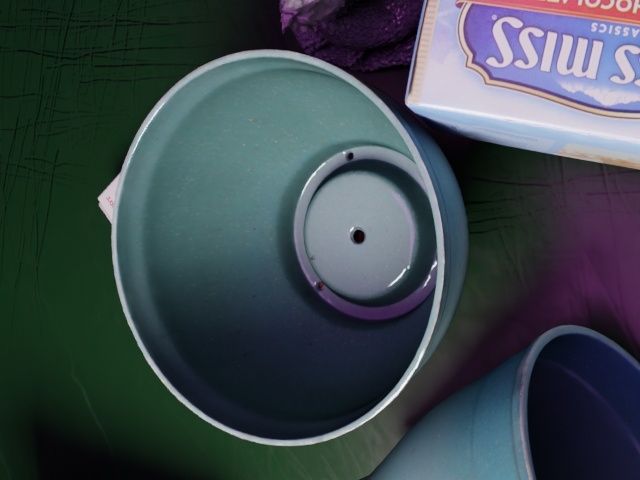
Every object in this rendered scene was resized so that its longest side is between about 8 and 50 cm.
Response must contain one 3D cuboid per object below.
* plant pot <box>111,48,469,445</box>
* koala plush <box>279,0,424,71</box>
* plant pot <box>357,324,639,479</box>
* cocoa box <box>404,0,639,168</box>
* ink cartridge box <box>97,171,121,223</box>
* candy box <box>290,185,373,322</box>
[{"bbox_3d":[0.000,0.000,0.675,0.293,0.196,0.293,3,96,29],"label":"plant pot"},{"bbox_3d":[0.020,-0.250,0.711,0.203,0.221,0.196,-5,89,26],"label":"koala plush"},{"bbox_3d":[0.152,0.243,0.648,0.255,0.271,0.272,-36,75,38],"label":"plant pot"},{"bbox_3d":[0.254,-0.162,0.557,0.347,0.231,0.228,12,96,11],"label":"cocoa box"},{"bbox_3d":[-0.180,-0.053,0.904,0.122,0.052,0.088,-42,73,19],"label":"ink cartridge box"},{"bbox_3d":[0.017,0.029,0.810,0.109,0.053,0.187,11,97,26],"label":"candy box"}]
